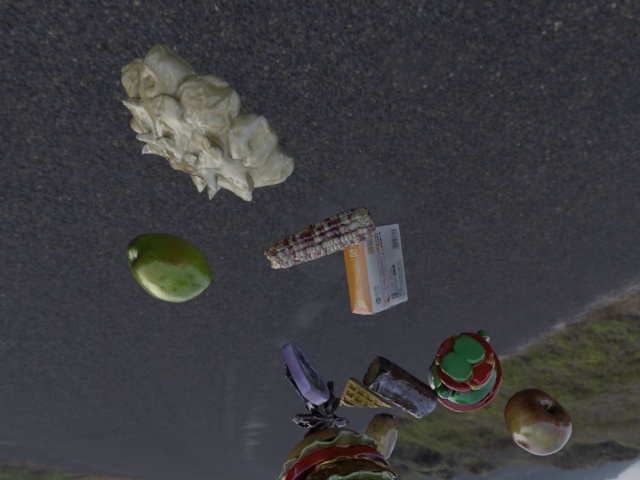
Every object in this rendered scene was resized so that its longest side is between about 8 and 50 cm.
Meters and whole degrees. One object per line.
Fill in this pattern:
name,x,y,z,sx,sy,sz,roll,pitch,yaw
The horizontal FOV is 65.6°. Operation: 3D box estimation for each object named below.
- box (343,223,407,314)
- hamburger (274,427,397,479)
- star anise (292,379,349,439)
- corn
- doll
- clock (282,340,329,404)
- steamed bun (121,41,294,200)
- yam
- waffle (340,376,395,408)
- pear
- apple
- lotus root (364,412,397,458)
box,0.179,0.087,1.609,0.091,0.273,0.221,-7,180,42
hamburger,0.030,0.534,1.073,0.275,0.212,0.274,-9,121,-16
star anise,0.011,0.591,1.628,0.088,0.288,0.288,-19,152,38
corn,0.000,0.000,1.027,0.237,0.079,0.079,-23,152,5
doll,0.352,0.331,1.221,0.160,0.182,0.363,29,165,18
clock,-0.049,0.385,1.386,0.064,0.198,0.172,-34,-166,6
steamed bun,-0.202,-0.165,0.794,0.292,0.137,0.295,27,169,27
yam,0.164,0.306,1.031,0.141,0.079,0.079,33,144,-5
waffle,0.155,0.561,1.683,0.032,0.191,0.125,7,110,-55
pear,-0.408,0.069,1.320,0.188,0.187,0.220,-25,134,33
apple,0.420,0.354,0.970,0.126,0.126,0.102,9,122,-29
lotus root,0.217,0.745,1.841,0.118,0.220,0.125,18,161,21
